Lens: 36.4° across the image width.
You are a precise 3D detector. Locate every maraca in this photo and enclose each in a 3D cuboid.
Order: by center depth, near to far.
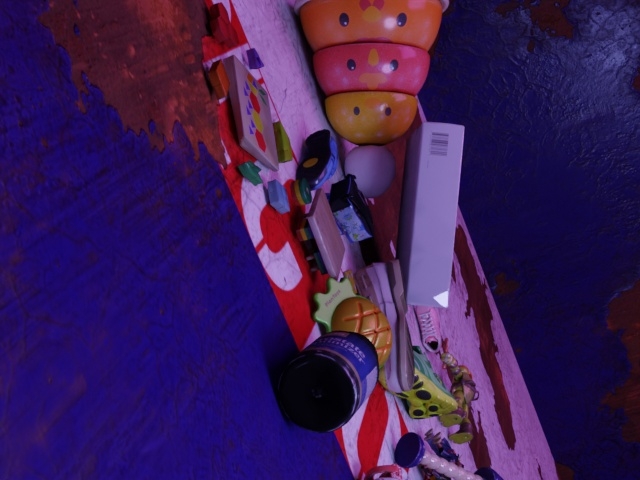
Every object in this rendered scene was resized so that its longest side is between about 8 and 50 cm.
[{"bbox_3d":[0.056,0.149,1.701,0.186,0.099,0.127,52,54,-15],"label":"maraca"}]

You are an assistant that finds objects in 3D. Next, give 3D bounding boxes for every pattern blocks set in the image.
[{"bbox_3d":[-0.119,-0.217,1.658,0.285,0.026,0.325,50,26,-50],"label":"pattern blocks set"}]

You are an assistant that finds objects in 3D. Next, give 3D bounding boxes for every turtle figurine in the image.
[{"bbox_3d":[0.346,0.387,2.385,0.217,0.087,0.269,-78,158,-48],"label":"turtle figurine"}]

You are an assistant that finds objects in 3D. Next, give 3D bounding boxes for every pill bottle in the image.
[{"bbox_3d":[0.021,0.206,1.482,0.219,0.123,0.123,-24,96,-74],"label":"pill bottle"}]

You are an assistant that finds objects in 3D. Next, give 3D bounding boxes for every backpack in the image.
[{"bbox_3d":[0.054,-0.053,1.935,0.114,0.084,0.105,56,22,-29],"label":"backpack"}]

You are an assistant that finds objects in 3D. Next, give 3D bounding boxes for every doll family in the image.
[{"bbox_3d":[0.257,0.469,2.019,0.111,0.076,0.193,48,31,-7],"label":"doll family"}]

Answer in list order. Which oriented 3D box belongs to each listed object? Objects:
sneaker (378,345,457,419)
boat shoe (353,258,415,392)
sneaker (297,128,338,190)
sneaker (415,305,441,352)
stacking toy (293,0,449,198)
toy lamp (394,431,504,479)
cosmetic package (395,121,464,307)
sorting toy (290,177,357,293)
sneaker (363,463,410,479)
[{"bbox_3d":[0.206,0.284,2.017,0.295,0.109,0.123,51,30,-49],"label":"sneaker"},{"bbox_3d":[0.119,0.169,1.873,0.302,0.103,0.113,-92,170,-46],"label":"boat shoe"},{"bbox_3d":[0.004,-0.140,1.899,0.209,0.069,0.082,-80,151,-59],"label":"sneaker"},{"bbox_3d":[0.269,0.214,2.398,0.070,0.051,0.134,-53,127,-77],"label":"sneaker"},{"bbox_3d":[0.122,-0.335,2.189,0.350,0.350,0.480,4,83,-72],"label":"stacking toy"},{"bbox_3d":[0.267,0.457,1.903,0.274,0.080,0.080,28,39,-29],"label":"toy lamp"},{"bbox_3d":[0.228,-0.050,2.105,0.284,0.097,0.377,177,-82,-86],"label":"cosmetic package"},{"bbox_3d":[0.000,0.000,1.762,0.132,0.046,0.274,-74,146,-63],"label":"sorting toy"},{"bbox_3d":[0.093,0.425,1.539,0.270,0.090,0.145,48,27,-61],"label":"sneaker"}]
